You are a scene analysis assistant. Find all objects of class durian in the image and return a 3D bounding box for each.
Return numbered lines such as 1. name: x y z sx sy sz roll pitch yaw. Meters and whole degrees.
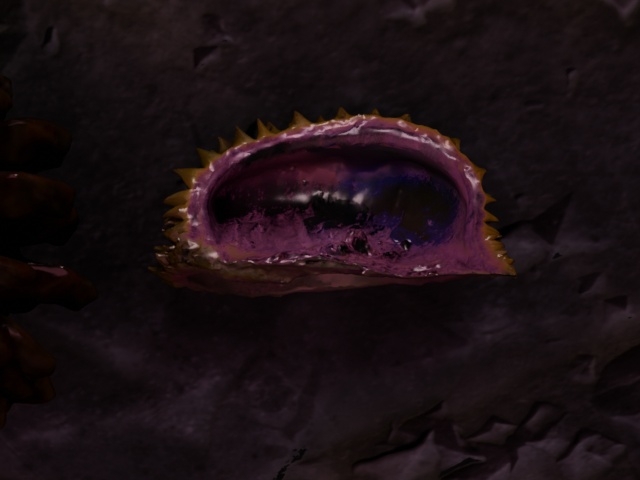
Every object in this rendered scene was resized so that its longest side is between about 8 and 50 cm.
1. durian: -0.002 -0.008 1.089 0.261 0.153 0.186 9 146 -12

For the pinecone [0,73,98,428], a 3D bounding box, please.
1. pinecone: -0.354 -0.024 0.940 0.398 0.397 0.397 0 124 0
